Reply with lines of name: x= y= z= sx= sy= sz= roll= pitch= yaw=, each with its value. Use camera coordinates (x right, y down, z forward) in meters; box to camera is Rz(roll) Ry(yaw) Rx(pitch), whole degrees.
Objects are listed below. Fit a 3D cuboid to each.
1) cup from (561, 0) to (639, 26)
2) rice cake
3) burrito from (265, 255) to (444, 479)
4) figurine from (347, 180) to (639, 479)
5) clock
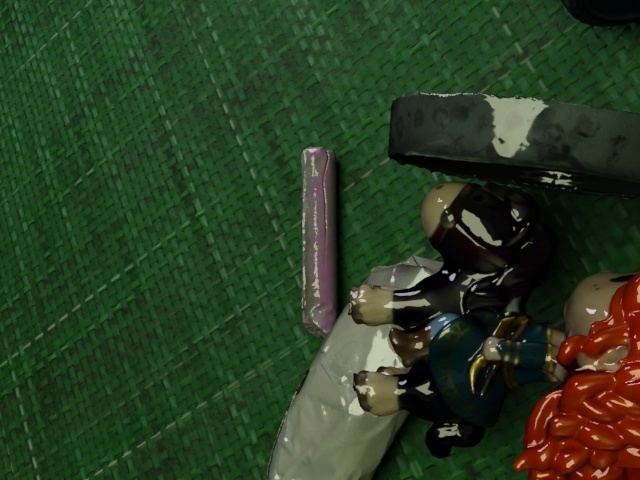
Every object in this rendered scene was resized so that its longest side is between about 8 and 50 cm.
cup: x=0.338 y=-0.413 z=0.969 sx=0.242 sy=0.308 sz=0.292 roll=-52 pitch=51 yaw=52
rice cake: x=-0.001 y=0.000 z=1.169 sx=0.049 sy=0.055 sz=0.269 roll=-8 pitch=72 yaw=27
burrito: x=0.030 y=0.212 z=1.069 sx=0.139 sy=0.101 sz=0.445 roll=31 pitch=96 yaw=30
figurine: x=0.225 y=0.101 z=0.875 sx=0.412 sy=0.241 sz=0.306 roll=25 pitch=82 yaw=27
clock: x=0.221 y=-0.091 z=0.896 sx=0.313 sy=0.313 sz=0.061 roll=9 pitch=92 yaw=35
